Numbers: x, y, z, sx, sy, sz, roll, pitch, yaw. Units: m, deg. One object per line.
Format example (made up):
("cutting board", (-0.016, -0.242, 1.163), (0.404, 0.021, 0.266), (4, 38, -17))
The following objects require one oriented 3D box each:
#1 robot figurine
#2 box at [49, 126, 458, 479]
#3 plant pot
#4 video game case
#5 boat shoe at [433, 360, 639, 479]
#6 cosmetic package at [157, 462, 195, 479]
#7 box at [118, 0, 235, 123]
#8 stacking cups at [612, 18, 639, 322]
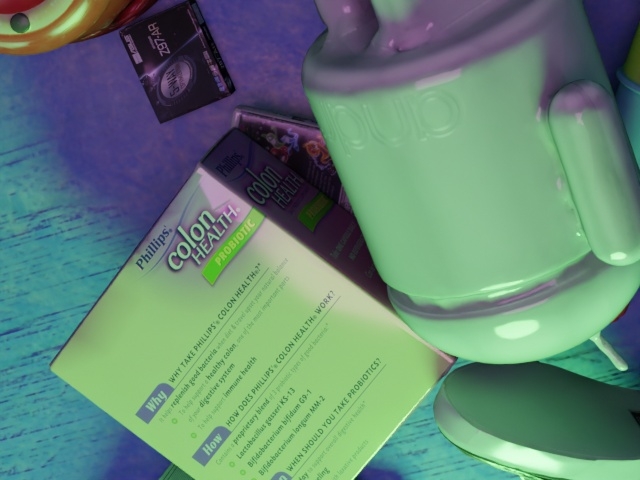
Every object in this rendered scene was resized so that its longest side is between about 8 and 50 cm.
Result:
("robot figurine", (0.113, -0.061, 1.328), (0.200, 0.300, 0.353), (-32, 114, -21))
("box", (-0.044, 0.076, 1.472), (0.243, 0.117, 0.213), (37, 111, -2))
("plant pot", (-0.214, -0.240, 1.440), (0.191, 0.174, 0.191), (3, 105, 13))
("video game case", (0.000, 0.000, 1.513), (0.173, 0.022, 0.190), (13, 110, 7))
("boat shoe", (0.208, 0.167, 1.450), (0.306, 0.113, 0.105), (7, 126, -33))
("cosmetic package", (-0.136, 0.315, 1.646), (0.099, 0.060, 0.239), (28, 111, 5))
("box", (-0.116, -0.145, 1.526), (0.067, 0.018, 0.083), (-20, 101, 17))
("stacking cups", (0.249, -0.086, 1.420), (0.096, 0.096, 0.316), (21, 109, 6))
